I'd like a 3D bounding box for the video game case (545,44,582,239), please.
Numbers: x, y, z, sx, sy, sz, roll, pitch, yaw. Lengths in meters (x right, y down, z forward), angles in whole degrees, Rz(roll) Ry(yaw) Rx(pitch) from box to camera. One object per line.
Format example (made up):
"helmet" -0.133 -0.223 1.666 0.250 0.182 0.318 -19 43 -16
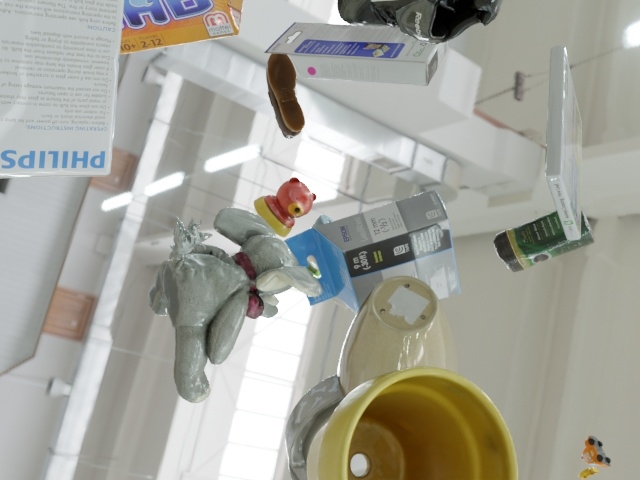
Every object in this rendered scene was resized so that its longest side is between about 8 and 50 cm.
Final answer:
"video game case" 0.352 -0.136 1.060 0.023 0.193 0.212 -3 -117 26

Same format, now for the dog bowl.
"dog bowl" 0.075 0.454 1.724 0.349 0.348 0.102 -61 -149 15

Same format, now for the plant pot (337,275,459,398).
"plant pot" 0.160 0.198 1.453 0.274 0.256 0.257 87 -3 -51

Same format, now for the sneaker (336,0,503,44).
"sneaker" 0.116 -0.283 0.884 0.234 0.078 0.106 0 -123 30

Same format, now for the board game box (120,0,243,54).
"board game box" -0.376 -0.653 1.535 0.356 0.356 0.356 -6 -125 11

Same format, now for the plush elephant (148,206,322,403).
"plush elephant" -0.154 0.081 1.349 0.272 0.255 0.330 57 -37 42

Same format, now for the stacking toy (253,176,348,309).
"stacking toy" 0.000 0.000 1.833 0.130 0.309 0.279 -40 -136 14

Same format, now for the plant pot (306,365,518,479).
"plant pot" 0.095 0.310 0.999 0.239 0.254 0.254 146 -43 -63

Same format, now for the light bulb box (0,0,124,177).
"light bulb box" -0.486 -0.319 1.169 0.358 0.225 0.361 32 -61 47

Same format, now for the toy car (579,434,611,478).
"toy car" 0.454 0.371 1.257 0.040 0.122 0.060 -40 -117 27

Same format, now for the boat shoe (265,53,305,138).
"boat shoe" -0.091 -0.343 1.749 0.073 0.073 0.207 148 -68 -68

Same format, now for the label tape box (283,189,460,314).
"label tape box" 0.121 0.056 1.635 0.347 0.249 0.115 -18 -135 0

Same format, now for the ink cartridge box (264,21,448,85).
"ink cartridge box" 0.080 -0.416 1.619 0.176 0.370 0.069 -58 152 -45

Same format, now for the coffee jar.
"coffee jar" 0.443 -0.003 1.467 0.184 0.096 0.079 -24 -120 19
